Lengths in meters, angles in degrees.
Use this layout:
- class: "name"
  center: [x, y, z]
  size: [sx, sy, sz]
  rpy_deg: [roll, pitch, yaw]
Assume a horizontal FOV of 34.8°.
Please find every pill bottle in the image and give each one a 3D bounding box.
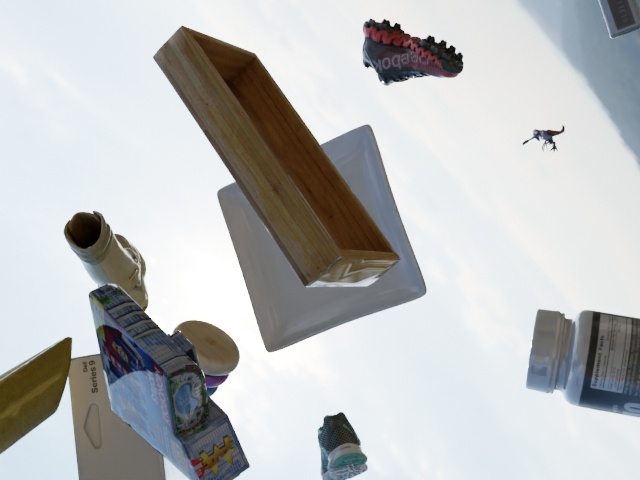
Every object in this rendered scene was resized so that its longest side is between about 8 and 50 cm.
- class: "pill bottle"
  center: [0.486, 0.202, 1.668]
  size: [0.283, 0.161, 0.161]
  rpy_deg: [9, -167, 13]

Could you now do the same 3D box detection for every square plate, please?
- class: "square plate"
  center: [0.000, 0.000, 1.957]
  size: [0.049, 0.347, 0.344]
  rpy_deg: [8, -118, -68]

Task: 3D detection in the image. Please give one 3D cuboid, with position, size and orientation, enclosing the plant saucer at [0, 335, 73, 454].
- class: "plant saucer"
  center: [-0.489, 0.272, 1.274]
  size: [0.081, 0.332, 0.333]
  rpy_deg: [59, -149, -5]

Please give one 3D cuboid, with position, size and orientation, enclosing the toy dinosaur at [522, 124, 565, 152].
- class: "toy dinosaur"
  center: [0.452, -0.208, 2.045]
  size: [0.047, 0.090, 0.082]
  rpy_deg: [33, -155, -29]

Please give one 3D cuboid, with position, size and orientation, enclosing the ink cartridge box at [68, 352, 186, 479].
- class: "ink cartridge box"
  center: [-0.285, 0.288, 1.538]
  size: [0.289, 0.121, 0.211]
  rpy_deg: [98, 162, -76]

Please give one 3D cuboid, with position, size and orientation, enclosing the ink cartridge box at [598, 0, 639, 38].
- class: "ink cartridge box"
  center: [0.487, -0.491, 1.756]
  size: [0.275, 0.060, 0.239]
  rpy_deg: [69, -157, -7]

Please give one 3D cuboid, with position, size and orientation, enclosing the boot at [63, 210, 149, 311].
- class: "boot"
  center: [-0.425, 0.014, 2.000]
  size: [0.262, 0.095, 0.203]
  rpy_deg: [-115, -1, -54]

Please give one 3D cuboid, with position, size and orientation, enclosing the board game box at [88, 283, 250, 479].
- class: "board game box"
  center: [-0.155, 0.161, 1.067]
  size: [0.060, 0.194, 0.194]
  rpy_deg: [-31, -128, -29]

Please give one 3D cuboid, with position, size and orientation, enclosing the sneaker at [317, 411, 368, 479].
- class: "sneaker"
  center: [0.025, 0.266, 1.321]
  size: [0.166, 0.064, 0.076]
  rpy_deg: [103, 152, -65]

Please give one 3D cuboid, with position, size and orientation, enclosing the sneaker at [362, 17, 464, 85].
- class: "sneaker"
  center: [0.197, -0.396, 2.270]
  size: [0.276, 0.135, 0.097]
  rpy_deg: [29, -155, 34]

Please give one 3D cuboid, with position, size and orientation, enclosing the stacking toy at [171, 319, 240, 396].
- class: "stacking toy"
  center: [-0.285, 0.318, 2.003]
  size: [0.141, 0.330, 0.141]
  rpy_deg: [24, -155, -12]

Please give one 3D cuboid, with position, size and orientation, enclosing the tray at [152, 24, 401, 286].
- class: "tray"
  center: [-0.063, -0.116, 1.469]
  size: [0.411, 0.076, 0.202]
  rpy_deg: [55, -159, 18]
